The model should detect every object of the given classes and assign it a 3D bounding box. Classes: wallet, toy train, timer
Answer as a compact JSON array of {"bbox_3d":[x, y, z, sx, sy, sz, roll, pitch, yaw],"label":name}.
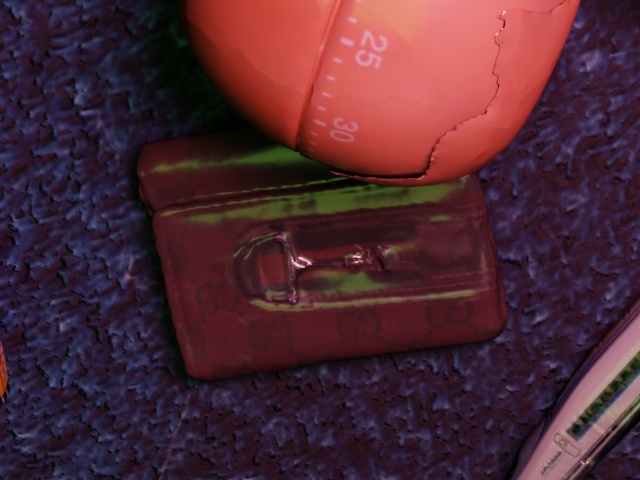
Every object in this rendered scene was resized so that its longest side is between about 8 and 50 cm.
[{"bbox_3d":[0.000,0.000,1.190,0.229,0.049,0.182,-9,110,10],"label":"wallet"},{"bbox_3d":[0.175,0.119,1.208,0.048,0.055,0.252,37,108,-7],"label":"toy train"},{"bbox_3d":[0.039,-0.150,1.039,0.215,0.229,0.230,28,109,1],"label":"timer"}]

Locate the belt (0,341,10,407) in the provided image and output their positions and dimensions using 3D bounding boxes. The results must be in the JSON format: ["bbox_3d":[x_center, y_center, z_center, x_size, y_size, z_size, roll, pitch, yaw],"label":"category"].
[{"bbox_3d":[-0.339,0.071,1.164,0.257,0.207,0.150,-8,105,0],"label":"belt"}]
